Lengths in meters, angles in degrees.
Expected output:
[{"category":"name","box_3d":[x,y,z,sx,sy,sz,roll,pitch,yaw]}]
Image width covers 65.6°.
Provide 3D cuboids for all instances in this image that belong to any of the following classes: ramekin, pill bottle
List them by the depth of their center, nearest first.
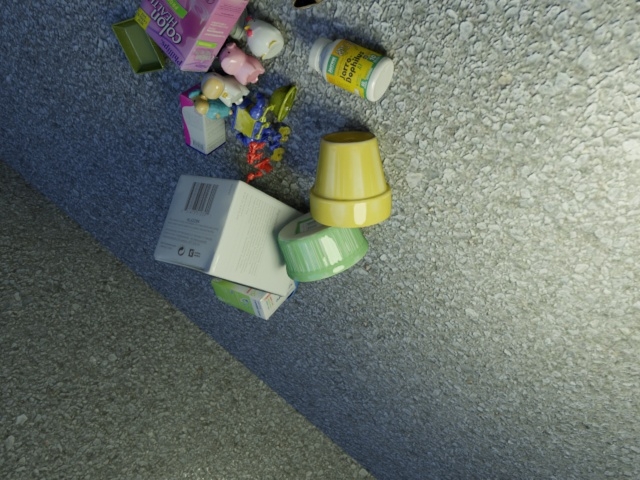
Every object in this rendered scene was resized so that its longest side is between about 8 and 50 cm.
[{"category":"pill bottle","box_3d":[0.077,-0.461,1.317,0.208,0.117,0.118,30,142,18]},{"category":"ramekin","box_3d":[0.000,0.000,1.706,0.303,0.303,0.148,-2,118,44]}]

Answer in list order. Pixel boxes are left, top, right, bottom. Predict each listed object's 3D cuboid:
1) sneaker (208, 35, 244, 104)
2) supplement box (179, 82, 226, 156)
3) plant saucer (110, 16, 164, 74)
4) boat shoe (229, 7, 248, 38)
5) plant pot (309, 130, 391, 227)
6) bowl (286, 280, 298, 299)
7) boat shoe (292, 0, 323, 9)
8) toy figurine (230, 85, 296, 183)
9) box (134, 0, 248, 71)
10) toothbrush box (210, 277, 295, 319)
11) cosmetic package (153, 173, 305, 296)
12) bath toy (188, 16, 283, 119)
[{"category":"sneaker","box_3d":[-0.315,-0.585,1.592,0.319,0.112,0.131,83,172,-56]},{"category":"supplement box","box_3d":[-0.425,-0.439,1.807,0.111,0.114,0.220,30,143,18]},{"category":"plant saucer","box_3d":[-0.649,-0.709,1.801,0.188,0.045,0.188,8,131,38]},{"category":"boat shoe","box_3d":[-0.260,-0.686,1.438,0.083,0.076,0.226,31,142,15]},{"category":"plant pot","box_3d":[0.089,-0.194,1.489,0.254,0.254,0.239,14,119,33]},{"category":"bowl","box_3d":[-0.253,0.097,2.212,0.391,0.077,0.391,24,139,23]},{"category":"boat shoe","box_3d":[0.001,-0.634,1.258,0.183,0.066,0.066,-16,115,49]},{"category":"toy figurine","box_3d":[-0.233,-0.391,1.626,0.217,0.191,0.362,40,143,12]},{"category":"box","box_3d":[-0.357,-0.633,1.361,0.213,0.117,0.243,48,121,7]},{"category":"toothbrush box","box_3d":[-0.282,0.185,2.089,0.283,0.206,0.122,17,136,31]},{"category":"cosmetic package","box_3d":[-0.313,-0.014,1.811,0.329,0.328,0.393,10,170,38]},{"category":"bath toy","box_3d":[-0.257,-0.521,1.486,0.348,0.151,0.129,-40,87,32]}]
